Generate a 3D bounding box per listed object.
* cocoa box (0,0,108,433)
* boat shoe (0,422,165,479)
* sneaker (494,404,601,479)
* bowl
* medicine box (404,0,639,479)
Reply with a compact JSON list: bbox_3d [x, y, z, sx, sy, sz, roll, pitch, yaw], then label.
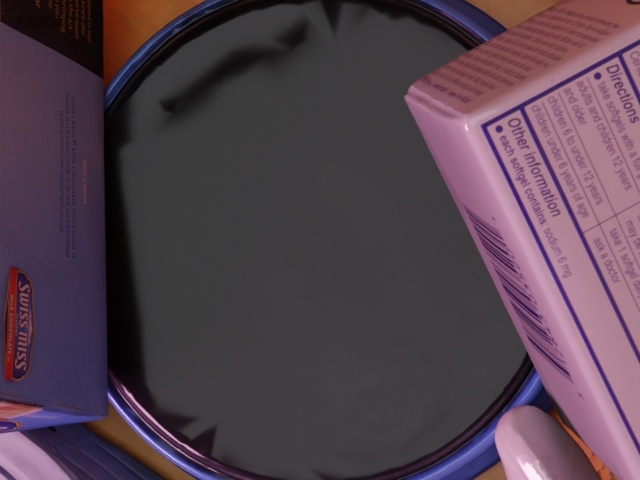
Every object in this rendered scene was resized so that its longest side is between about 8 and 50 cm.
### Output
[{"bbox_3d":[-0.292,-0.049,1.066,0.231,0.228,0.347,-10,73,26],"label":"cocoa box"},{"bbox_3d":[-0.178,0.196,1.157,0.302,0.109,0.094,37,108,21],"label":"boat shoe"},{"bbox_3d":[0.154,0.209,1.067,0.094,0.080,0.212,-25,105,25],"label":"sneaker"},{"bbox_3d":[0.000,0.000,1.129,0.391,0.077,0.391,-1,87,12],"label":"bowl"},{"bbox_3d":[0.243,-0.036,0.971,0.289,0.149,0.263,-29,107,-3],"label":"medicine box"}]
